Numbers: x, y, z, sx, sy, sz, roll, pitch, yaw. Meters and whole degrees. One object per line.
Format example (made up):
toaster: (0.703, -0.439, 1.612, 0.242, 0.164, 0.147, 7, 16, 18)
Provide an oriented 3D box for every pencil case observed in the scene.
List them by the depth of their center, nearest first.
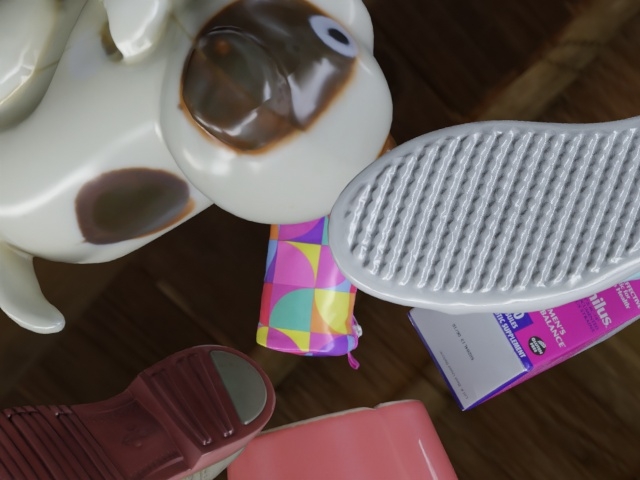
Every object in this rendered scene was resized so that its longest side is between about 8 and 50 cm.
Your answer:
pencil case: (0.000, 0.000, 1.564, 0.104, 0.104, 0.236, 6, -90, 52)

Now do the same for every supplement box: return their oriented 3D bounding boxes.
supplement box: (0.213, 0.061, 1.575, 0.220, 0.111, 0.114, -22, 167, -38)

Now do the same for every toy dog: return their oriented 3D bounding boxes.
toy dog: (-0.128, -0.122, 1.396, 0.408, 0.284, 0.395, -1, -122, 38)

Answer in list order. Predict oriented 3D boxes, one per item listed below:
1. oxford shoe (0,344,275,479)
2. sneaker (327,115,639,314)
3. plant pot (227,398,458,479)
oxford shoe: (-0.192, 0.198, 1.298, 0.123, 0.348, 0.130, 55, -39, 24)
sneaker: (0.175, -0.011, 1.158, 0.150, 0.366, 0.135, 118, -39, -69)
plant pot: (0.030, 0.289, 1.545, 0.275, 0.275, 0.243, -21, -102, 35)
